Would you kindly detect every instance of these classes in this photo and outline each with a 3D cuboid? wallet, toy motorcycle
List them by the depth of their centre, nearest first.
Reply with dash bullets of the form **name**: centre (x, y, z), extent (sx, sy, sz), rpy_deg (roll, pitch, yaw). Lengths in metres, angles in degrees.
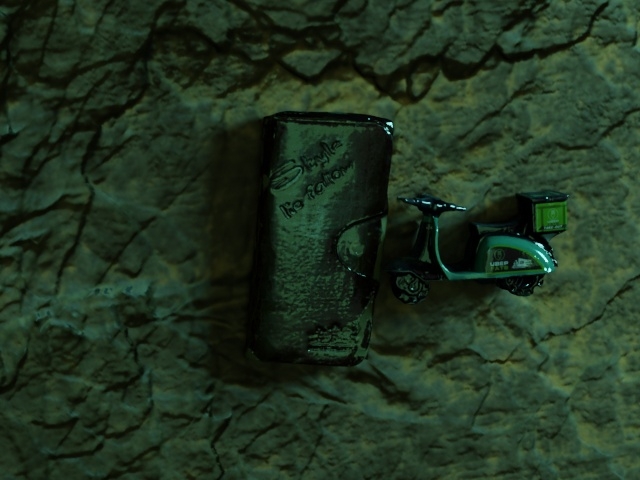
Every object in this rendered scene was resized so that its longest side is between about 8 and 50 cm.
- **wallet**: centre (0.000, 0.000, 1.593), extent (0.122, 0.031, 0.232), rpy_deg (3, 103, -11)
- **toy motorcycle**: centre (0.139, 0.004, 1.612), extent (0.173, 0.058, 0.100), rpy_deg (-4, 97, -13)
